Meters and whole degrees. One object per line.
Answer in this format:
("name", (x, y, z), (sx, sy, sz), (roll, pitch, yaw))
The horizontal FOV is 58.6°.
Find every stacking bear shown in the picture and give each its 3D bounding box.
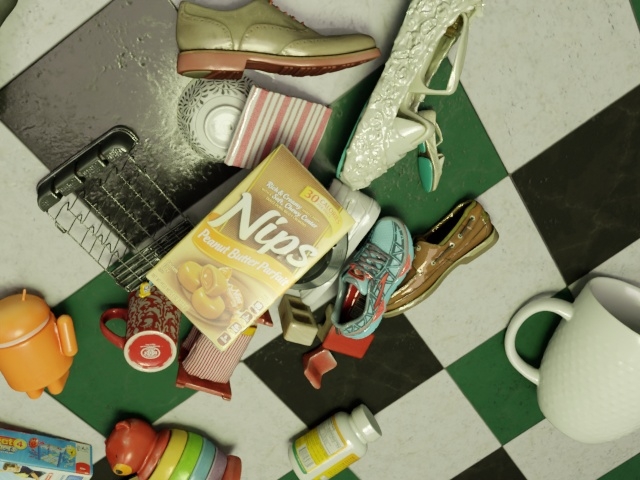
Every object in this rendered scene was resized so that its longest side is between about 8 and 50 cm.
("stacking bear", (-0.334, 0.492, 1.254), (0.288, 0.164, 0.175), (32, 130, -13))

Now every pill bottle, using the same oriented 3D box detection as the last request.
("pill bottle", (0.037, 0.481, 1.352), (0.208, 0.118, 0.118), (-36, 117, 6))

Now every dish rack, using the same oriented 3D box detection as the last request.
("dish rack", (-0.355, -0.042, 1.044), (0.208, 0.074, 0.272), (-33, 119, 6))

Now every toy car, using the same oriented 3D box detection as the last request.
("toy car", (-0.276, 0.092, 1.080), (0.121, 0.060, 0.041), (-11, 133, -29))

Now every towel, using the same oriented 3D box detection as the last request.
("towel", (-0.073, -0.189, 1.009), (0.197, 0.029, 0.144), (2, 120, -47))

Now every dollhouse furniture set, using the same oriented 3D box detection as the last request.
("dollhouse furniture set", (-0.085, 0.225, 1.182), (0.373, 0.152, 0.201), (20, 109, -21))

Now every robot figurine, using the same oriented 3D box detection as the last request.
("robot figurine", (-0.552, 0.194, 1.079), (0.157, 0.128, 0.220), (6, 123, 33))

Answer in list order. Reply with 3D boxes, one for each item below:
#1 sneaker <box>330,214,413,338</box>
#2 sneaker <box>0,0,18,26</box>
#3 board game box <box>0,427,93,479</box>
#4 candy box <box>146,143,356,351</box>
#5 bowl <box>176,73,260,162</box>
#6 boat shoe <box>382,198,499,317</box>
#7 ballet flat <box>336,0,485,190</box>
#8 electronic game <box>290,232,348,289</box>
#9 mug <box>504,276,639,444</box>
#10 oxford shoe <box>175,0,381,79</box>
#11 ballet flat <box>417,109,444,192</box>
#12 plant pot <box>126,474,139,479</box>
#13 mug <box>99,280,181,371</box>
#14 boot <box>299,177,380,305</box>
("sneaker", (0.099, 0.071, 1.114), (0.125, 0.104, 0.262), (21, 90, -62))
("sneaker", (-0.555, -0.257, 0.882), (0.330, 0.122, 0.146), (-42, 134, 8))
("board game box", (-0.696, 0.543, 1.208), (0.301, 0.086, 0.308), (27, 107, -32))
("candy box", (-0.115, 0.011, 0.975), (0.316, 0.087, 0.183), (-44, 96, 2))
("bowl", (-0.166, -0.207, 1.000), (0.169, 0.080, 0.170), (-5, 115, -11))
("boat shoe", (0.221, 0.032, 1.194), (0.307, 0.110, 0.104), (-39, 114, -4))
("ballet flat", (0.158, -0.256, 0.992), (0.146, 0.147, 0.409), (17, 107, -19))
("electronic game", (-0.056, -0.011, 1.086), (0.229, 0.048, 0.230), (8, 113, 20))
("mug", (0.617, 0.274, 1.324), (0.373, 0.276, 0.328), (26, 118, 9))
("oxford shoe", (-0.063, -0.339, 0.940), (0.347, 0.123, 0.130), (-6, 98, -19))
("ballet flat", (0.219, -0.174, 1.117), (0.052, 0.057, 0.168), (-22, 118, -13))
("plant pot", (-0.390, 0.635, 1.378), (0.236, 0.032, 0.237), (-5, 115, -10))
("mug", (-0.335, 0.173, 1.092), (0.150, 0.169, 0.113), (-29, 118, 2))
("boot", (0.000, 0.000, 1.142), (0.123, 0.095, 0.258), (31, 102, -11))
